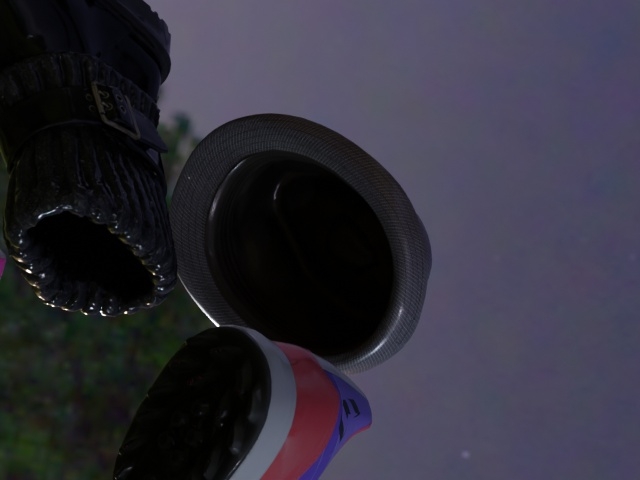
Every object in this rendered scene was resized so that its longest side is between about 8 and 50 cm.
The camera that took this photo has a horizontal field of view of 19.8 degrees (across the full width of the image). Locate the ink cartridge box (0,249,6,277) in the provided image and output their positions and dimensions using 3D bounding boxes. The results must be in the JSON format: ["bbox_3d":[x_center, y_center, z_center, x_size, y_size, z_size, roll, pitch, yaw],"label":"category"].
[{"bbox_3d":[-0.463,0.160,1.902,0.069,0.176,0.371,41,-63,44],"label":"ink cartridge box"}]

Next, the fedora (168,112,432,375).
[{"bbox_3d":[0.000,0.000,1.774,0.275,0.124,0.243,29,-68,22],"label":"fedora"}]

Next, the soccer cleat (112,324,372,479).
[{"bbox_3d":[-0.094,0.186,1.021,0.318,0.116,0.108,-53,-132,15],"label":"soccer cleat"}]

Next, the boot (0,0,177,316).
[{"bbox_3d":[-0.236,-0.113,1.386,0.131,0.348,0.260,-28,-132,35],"label":"boot"}]
